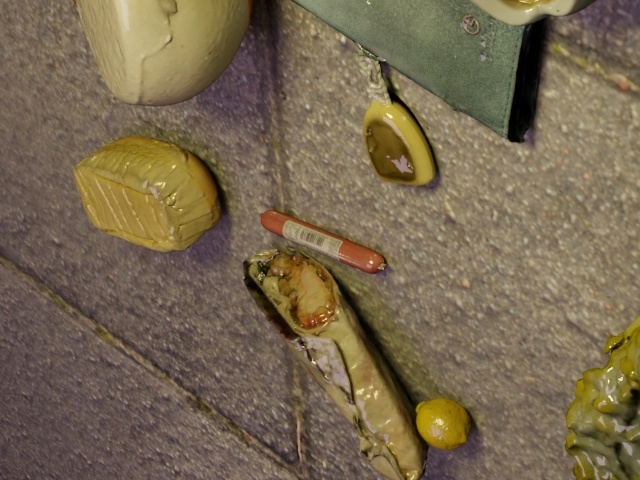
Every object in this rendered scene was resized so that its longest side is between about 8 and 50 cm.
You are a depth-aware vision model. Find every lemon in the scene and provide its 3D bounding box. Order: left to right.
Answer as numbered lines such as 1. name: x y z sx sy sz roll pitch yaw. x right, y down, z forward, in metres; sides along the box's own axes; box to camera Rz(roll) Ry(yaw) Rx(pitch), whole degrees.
1. lemon: 0.150 0.224 2.053 0.083 0.062 0.062 35 146 31

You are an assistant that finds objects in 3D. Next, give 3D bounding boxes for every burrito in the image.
1. burrito: 0.025 0.151 2.094 0.348 0.107 0.175 57 166 1

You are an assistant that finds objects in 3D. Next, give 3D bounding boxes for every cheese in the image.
1. cheese: 0.073 -0.135 1.815 0.086 0.036 0.162 13 132 46

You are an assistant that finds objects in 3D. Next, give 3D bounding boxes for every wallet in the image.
1. wallet: 0.065 -0.255 1.692 0.379 0.046 0.191 34 146 28

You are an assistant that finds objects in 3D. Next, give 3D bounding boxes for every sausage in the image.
1. sausage: 0.000 0.000 2.061 0.223 0.029 0.029 23 138 41

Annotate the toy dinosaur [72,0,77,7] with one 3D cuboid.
1. toy dinosaur: -0.287 -0.321 2.109 0.154 0.049 0.055 18 132 52

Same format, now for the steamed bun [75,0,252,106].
1. steamed bun: -0.170 -0.293 1.832 0.283 0.177 0.283 163 90 -74

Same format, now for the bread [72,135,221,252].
1. bread: -0.229 -0.067 2.234 0.236 0.106 0.140 14 133 48

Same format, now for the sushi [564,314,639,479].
1. sushi: 0.430 0.182 1.448 0.396 0.240 0.351 49 151 13

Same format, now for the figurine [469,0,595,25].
1. figurine: 0.177 -0.303 1.409 0.176 0.133 0.236 -6 112 35
